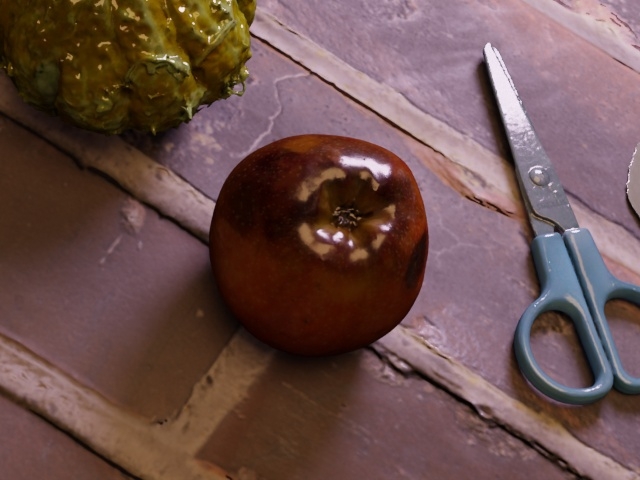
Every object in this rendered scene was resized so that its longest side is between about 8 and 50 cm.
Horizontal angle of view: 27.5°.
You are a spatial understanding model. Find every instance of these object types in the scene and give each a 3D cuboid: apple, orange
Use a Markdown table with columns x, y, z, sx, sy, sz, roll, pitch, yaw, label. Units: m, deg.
| x | y | z | sx | sy | sz | roll | pitch | yaw | label |
| --- | --- | --- | --- | --- | --- | --- | --- | --- | --- |
| 0.000 | 0.000 | 1.298 | 0.230 | 0.230 | 0.230 | 5 | 64 | -11 | apple |
| -0.213 | -0.251 | 1.361 | 0.300 | 0.223 | 0.301 | 9 | 64 | -4 | orange |

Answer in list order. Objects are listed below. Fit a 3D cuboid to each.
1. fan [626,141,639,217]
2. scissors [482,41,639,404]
| x | y | z | sx | sy | sz | roll | pitch | yaw | label |
| --- | --- | --- | --- | --- | --- | --- | --- | --- | --- |
| 0.451 | 0.009 | 1.513 | 0.182 | 0.010 | 0.310 | 1 | 62 | -13 | fan |
| 0.259 | -0.033 | 1.476 | 0.192 | 0.029 | 0.447 | -9 | 68 | -18 | scissors |
